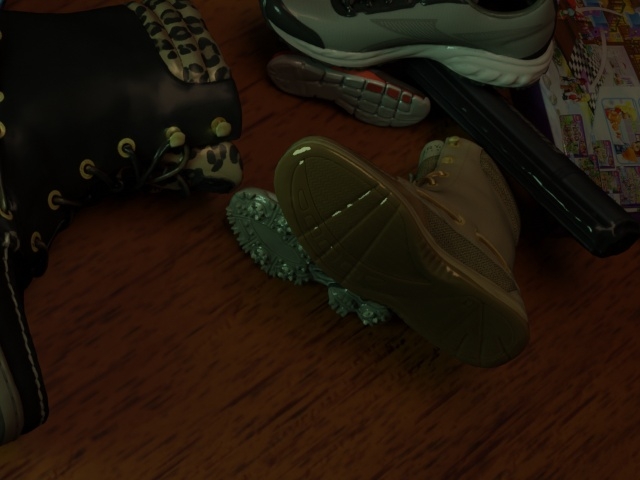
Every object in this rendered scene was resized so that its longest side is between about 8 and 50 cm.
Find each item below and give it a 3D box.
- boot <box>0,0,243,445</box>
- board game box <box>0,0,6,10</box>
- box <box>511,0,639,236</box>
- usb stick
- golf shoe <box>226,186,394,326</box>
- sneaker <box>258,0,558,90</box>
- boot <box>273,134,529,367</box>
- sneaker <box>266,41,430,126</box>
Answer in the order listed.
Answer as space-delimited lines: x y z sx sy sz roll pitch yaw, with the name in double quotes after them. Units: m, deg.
-0.196 -0.040 1.298 0.284 0.138 0.377 -10 66 -26 "boot"
-0.314 -0.308 1.403 0.160 0.047 0.210 25 67 -10 "board game box"
0.287 -0.149 1.587 0.201 0.057 0.293 -2 68 -22 "box"
0.180 -0.087 1.471 0.278 0.045 0.077 47 26 24 "usb stick"
0.000 0.000 1.408 0.176 0.069 0.086 35 41 -11 "golf shoe"
0.081 -0.212 1.443 0.271 0.108 0.100 5 50 -5 "sneaker"
0.076 -0.033 1.376 0.262 0.095 0.203 37 32 -18 "boot"
0.031 -0.157 1.486 0.158 0.061 0.065 20 55 -14 "sneaker"
